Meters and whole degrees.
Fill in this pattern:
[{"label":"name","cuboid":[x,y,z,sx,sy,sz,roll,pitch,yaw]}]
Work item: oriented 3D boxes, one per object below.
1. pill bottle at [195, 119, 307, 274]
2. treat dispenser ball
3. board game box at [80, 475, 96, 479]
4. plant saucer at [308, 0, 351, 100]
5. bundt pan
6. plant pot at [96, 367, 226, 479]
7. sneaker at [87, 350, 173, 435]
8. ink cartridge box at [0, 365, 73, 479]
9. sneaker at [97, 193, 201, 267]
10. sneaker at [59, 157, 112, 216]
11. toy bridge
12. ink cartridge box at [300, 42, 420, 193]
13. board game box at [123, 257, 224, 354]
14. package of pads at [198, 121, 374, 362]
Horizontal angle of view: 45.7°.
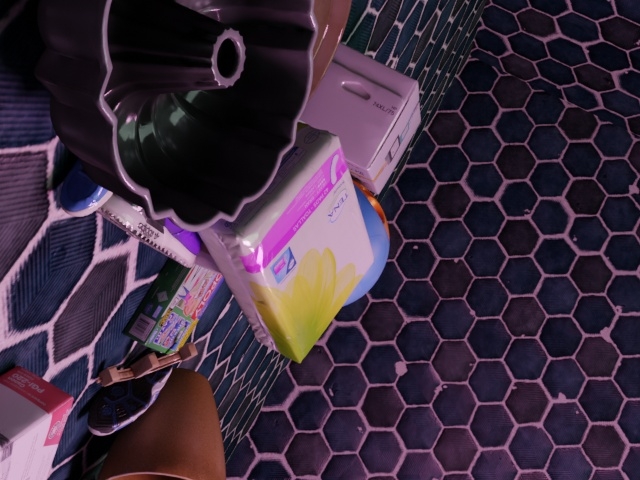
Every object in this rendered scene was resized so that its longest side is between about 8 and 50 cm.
[{"label":"pill bottle","cuboid":[-0.111,-0.071,1.191,0.153,0.153,0.264,58,54,-79]},{"label":"treat dispenser ball","cuboid":[0.000,0.000,1.578,0.288,0.288,0.288,-58,170,-17]},{"label":"board game box","cuboid":[-0.422,0.481,1.291,0.039,0.124,0.259,-22,170,1]},{"label":"plant saucer","cuboid":[-0.028,-0.324,1.273,0.278,0.041,0.278,-58,169,-19]},{"label":"bundt pan","cuboid":[-0.135,-0.180,0.721,0.331,0.124,0.331,-39,137,-50]},{"label":"plant pot","cuboid":[-0.277,0.376,1.417,0.254,0.237,0.237,-87,-169,-45]},{"label":"sneaker","cuboid":[-0.325,0.277,1.308,0.211,0.080,0.081,-42,159,-60]},{"label":"ink cartridge box","cuboid":[-0.401,0.265,0.866,0.158,0.092,0.218,-66,171,22]},{"label":"sneaker","cuboid":[-0.193,-0.061,0.984,0.146,0.102,0.293,-61,170,-8]},{"label":"sneaker","cuboid":[-0.234,-0.102,0.803,0.152,0.058,0.084,-55,166,-17]},{"label":"toy bridge","cuboid":[-0.298,0.213,1.281,0.063,0.026,0.188,-33,166,38]},{"label":"ink cartridge box","cuboid":[0.072,-0.242,1.540,0.197,0.198,0.270,-60,169,-1]},{"label":"board game box","cuboid":[-0.215,0.050,1.345,0.317,0.046,0.213,-60,169,-10]},{"label":"package of pads","cuboid":[-0.036,0.000,1.102,0.229,0.101,0.296,-51,144,-27]}]
